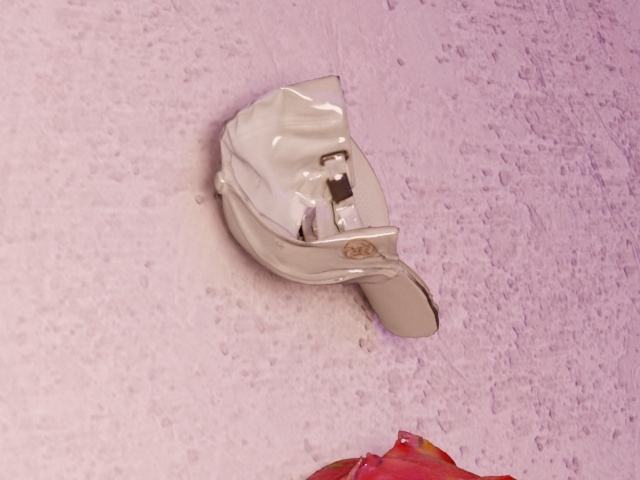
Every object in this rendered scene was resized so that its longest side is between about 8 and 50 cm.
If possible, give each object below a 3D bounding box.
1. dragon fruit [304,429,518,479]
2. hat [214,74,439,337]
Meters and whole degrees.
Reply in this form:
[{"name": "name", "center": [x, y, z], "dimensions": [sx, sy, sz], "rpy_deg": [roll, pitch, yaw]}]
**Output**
[{"name": "dragon fruit", "center": [0.130, 0.369, 1.712], "dimensions": [0.371, 0.249, 0.386], "rpy_deg": [61, 38, -14]}, {"name": "hat", "center": [0.005, -0.005, 1.872], "dimensions": [0.301, 0.168, 0.258], "rpy_deg": [62, 7, -45]}]
